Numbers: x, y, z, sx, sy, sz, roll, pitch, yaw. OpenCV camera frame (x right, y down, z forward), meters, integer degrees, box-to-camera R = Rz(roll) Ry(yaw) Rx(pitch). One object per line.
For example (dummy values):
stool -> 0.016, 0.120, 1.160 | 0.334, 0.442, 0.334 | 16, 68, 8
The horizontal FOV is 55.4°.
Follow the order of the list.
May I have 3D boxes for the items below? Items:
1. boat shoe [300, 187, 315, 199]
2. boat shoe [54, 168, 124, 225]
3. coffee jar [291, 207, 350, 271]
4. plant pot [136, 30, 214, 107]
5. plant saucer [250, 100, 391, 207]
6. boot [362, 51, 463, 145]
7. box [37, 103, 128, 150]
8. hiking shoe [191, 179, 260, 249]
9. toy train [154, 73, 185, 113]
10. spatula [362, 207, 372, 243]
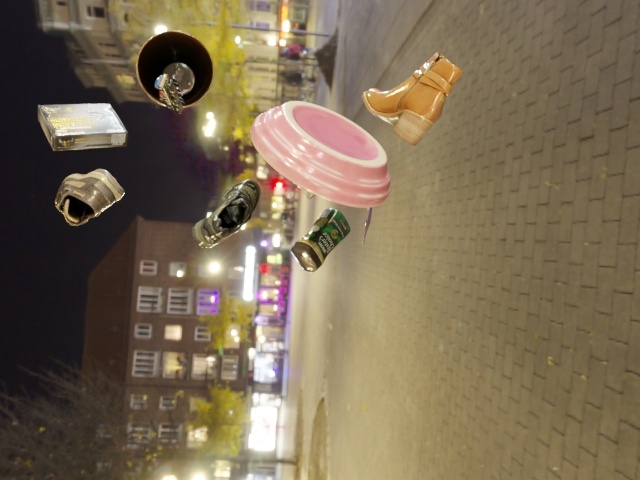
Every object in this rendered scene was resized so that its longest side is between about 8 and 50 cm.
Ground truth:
boat shoe -> -0.029, -0.187, 1.649 | 0.118, 0.103, 0.320 | -40, 8, 10
boat shoe -> -0.724, -0.120, 1.815 | 0.356, 0.132, 0.130 | -12, 33, 48
coffee jar -> 0.000, 0.000, 1.718 | 0.184, 0.079, 0.096 | -49, -55, -27
plant pot -> -0.432, -0.498, 1.833 | 0.230, 0.216, 0.215 | -147, 60, -76
plant saucer -> 0.015, -0.201, 1.315 | 0.084, 0.332, 0.332 | -60, 17, 28
boot -> 0.232, -0.395, 1.575 | 0.220, 0.109, 0.283 | -57, 32, 19
box -> -0.761, -0.367, 1.954 | 0.183, 0.231, 0.056 | 53, 137, 34
hiking shoe -> -0.181, -0.065, 1.355 | 0.086, 0.114, 0.226 | 55, -136, -21
toy train -> -0.264, -0.257, 1.069 | 0.158, 0.036, 0.027 | 150, 141, -82
spatula -> 0.125, -0.123, 1.716 | 0.084, 0.031, 0.296 | 93, 176, -49
